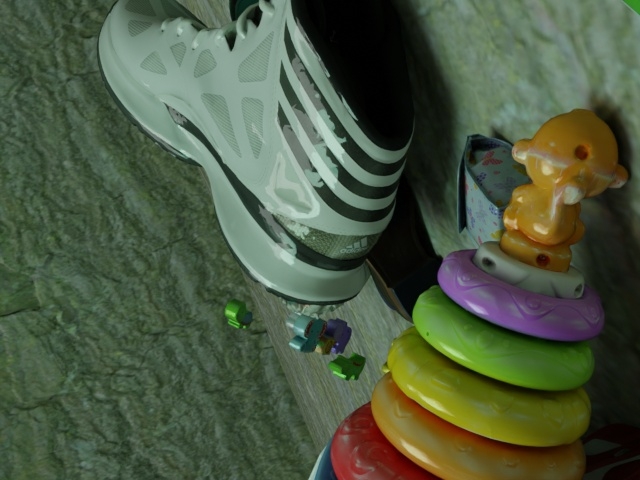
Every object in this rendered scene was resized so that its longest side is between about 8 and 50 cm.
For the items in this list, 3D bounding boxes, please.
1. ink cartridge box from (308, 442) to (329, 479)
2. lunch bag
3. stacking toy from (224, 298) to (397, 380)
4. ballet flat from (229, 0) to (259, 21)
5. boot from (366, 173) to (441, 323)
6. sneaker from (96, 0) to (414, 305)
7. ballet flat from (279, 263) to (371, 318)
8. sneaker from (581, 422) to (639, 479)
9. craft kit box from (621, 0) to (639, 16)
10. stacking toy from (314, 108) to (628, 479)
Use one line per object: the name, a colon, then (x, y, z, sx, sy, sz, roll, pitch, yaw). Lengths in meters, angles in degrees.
ink cartridge box: (0.109, 0.287, 0.689, 0.273, 0.115, 0.198, 34, 121, 23)
lunch bag: (0.127, -0.029, 0.626, 0.071, 0.053, 0.083, 80, 171, -45)
stacking toy: (0.004, 0.112, 1.032, 0.167, 0.052, 0.221, 22, -177, 26)
ballet flat: (-0.067, -0.288, 0.935, 0.087, 0.083, 0.247, -83, -23, -63)
boot: (0.058, -0.007, 0.895, 0.219, 0.082, 0.106, 64, 166, -3)
sneaker: (-0.053, -0.178, 0.804, 0.447, 0.169, 0.257, 51, 131, 32)
ballet flat: (0.000, 0.000, 1.093, 0.409, 0.147, 0.146, -128, 17, -67)
sneaker: (0.239, 0.193, 0.550, 0.128, 0.087, 0.221, 57, 180, 3)
craft kit box: (0.161, -0.149, 0.243, 0.249, 0.061, 0.246, 83, 162, -54)
stacking toy: (0.113, 0.063, 0.533, 0.166, 0.175, 0.301, -53, -21, -74)
